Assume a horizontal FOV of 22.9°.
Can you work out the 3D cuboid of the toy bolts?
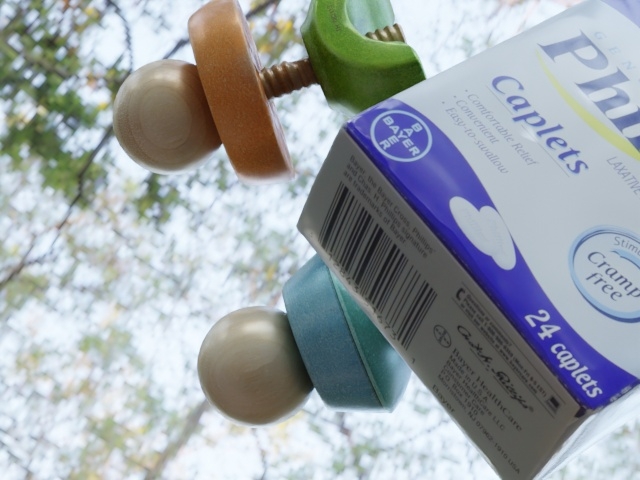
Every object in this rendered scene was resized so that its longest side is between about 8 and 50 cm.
[{"bbox_3d":[0.000,0.000,0.824,0.158,0.228,0.218,-20,-33,3],"label":"toy bolts"}]

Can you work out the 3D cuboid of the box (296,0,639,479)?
[{"bbox_3d":[0.087,-0.005,0.544,0.126,0.137,0.072,51,-31,18],"label":"box"}]
